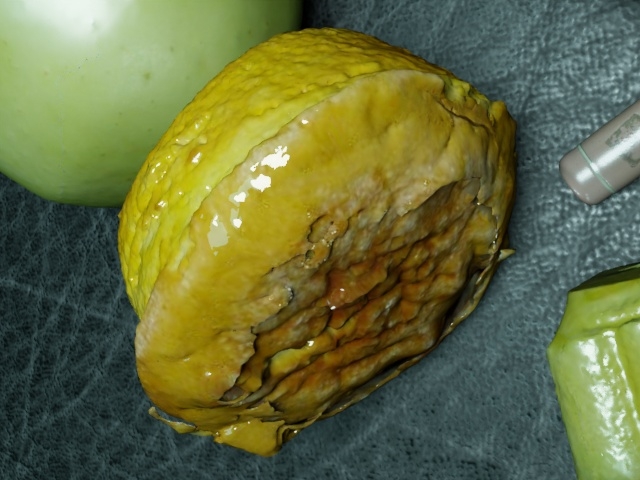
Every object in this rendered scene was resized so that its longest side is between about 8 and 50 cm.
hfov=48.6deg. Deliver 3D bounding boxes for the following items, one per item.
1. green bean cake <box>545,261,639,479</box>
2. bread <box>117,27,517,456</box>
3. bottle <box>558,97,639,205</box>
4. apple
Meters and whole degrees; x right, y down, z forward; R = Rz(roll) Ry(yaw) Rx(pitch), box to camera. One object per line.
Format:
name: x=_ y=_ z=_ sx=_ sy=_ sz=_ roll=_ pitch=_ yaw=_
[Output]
green bean cake: x=0.289 y=0.066 z=0.480 sx=0.233 sy=0.236 sz=0.124 roll=-16 pitch=85 yaw=31
bread: x=-0.002 y=0.002 z=0.605 sx=0.358 sy=0.337 sz=0.204 roll=-58 pitch=47 yaw=20
bottle: x=0.267 y=-0.087 z=0.585 sx=0.140 sy=0.053 sz=0.053 roll=-40 pitch=75 yaw=26
apple: x=-0.195 y=-0.199 z=0.668 sx=0.358 sy=0.357 sz=0.357 roll=2 pitch=95 yaw=29
